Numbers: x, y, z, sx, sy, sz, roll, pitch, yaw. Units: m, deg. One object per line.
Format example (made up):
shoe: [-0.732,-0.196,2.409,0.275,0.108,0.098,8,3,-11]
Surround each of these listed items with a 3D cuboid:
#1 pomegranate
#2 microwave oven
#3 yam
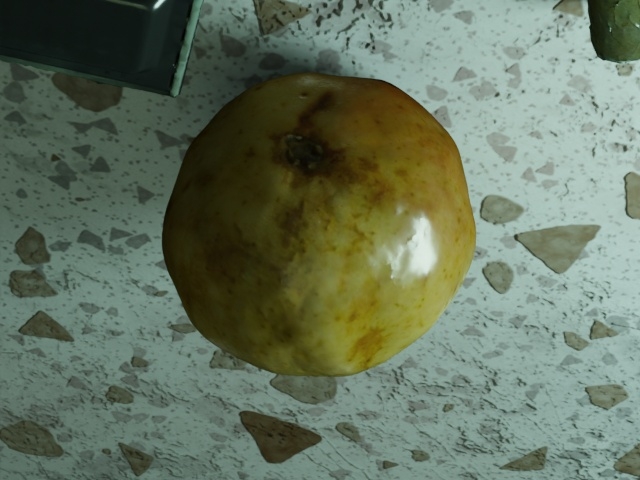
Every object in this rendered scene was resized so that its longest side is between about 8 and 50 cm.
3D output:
pomegranate: [0.000,0.000,1.877,0.410,0.410,0.410,5,140,4]
microwave oven: [-0.291,-0.320,1.608,0.355,0.286,0.218,11,141,-10]
yam: [0.328,-0.311,1.655,0.106,0.106,0.259,-2,140,12]
